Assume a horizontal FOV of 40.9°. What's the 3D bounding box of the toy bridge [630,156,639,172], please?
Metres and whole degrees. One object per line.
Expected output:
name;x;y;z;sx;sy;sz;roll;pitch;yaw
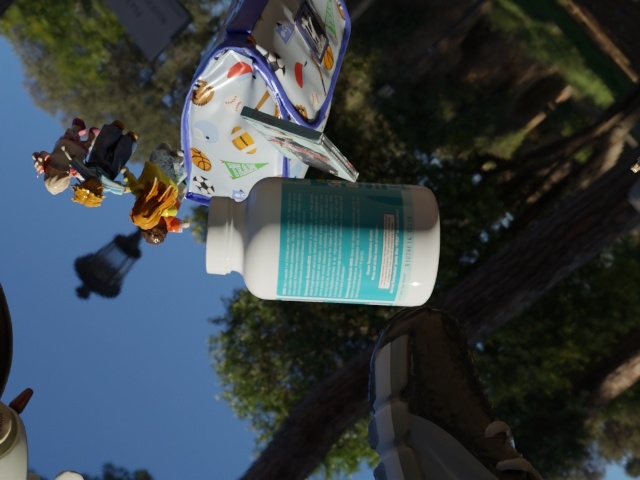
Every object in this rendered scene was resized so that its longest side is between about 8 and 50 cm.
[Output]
toy bridge;0.335;-0.113;0.713;0.063;0.188;0.026;41;-143;-10

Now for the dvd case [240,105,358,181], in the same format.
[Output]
dvd case;-0.018;-0.092;0.833;0.087;0.013;0.119;22;173;22

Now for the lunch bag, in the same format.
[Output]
lunch bag;-0.089;-0.275;1.458;0.238;0.386;0.328;13;-129;6

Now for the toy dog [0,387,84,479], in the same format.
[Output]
toy dog;-0.489;0.382;1.426;0.161;0.220;0.334;-36;-63;-43

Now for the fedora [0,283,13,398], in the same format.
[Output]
fedora;-0.420;0.094;0.882;0.243;0.124;0.276;9;-107;-40

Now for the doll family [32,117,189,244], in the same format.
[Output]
doll family;-0.305;-0.099;1.315;0.262;0.118;0.163;28;-132;-15

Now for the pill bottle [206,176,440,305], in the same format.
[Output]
pill bottle;0.000;0.000;1.016;0.263;0.146;0.146;3;-155;-5

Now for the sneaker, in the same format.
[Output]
sneaker;0.099;0.121;0.321;0.086;0.132;0.229;32;-136;-54
